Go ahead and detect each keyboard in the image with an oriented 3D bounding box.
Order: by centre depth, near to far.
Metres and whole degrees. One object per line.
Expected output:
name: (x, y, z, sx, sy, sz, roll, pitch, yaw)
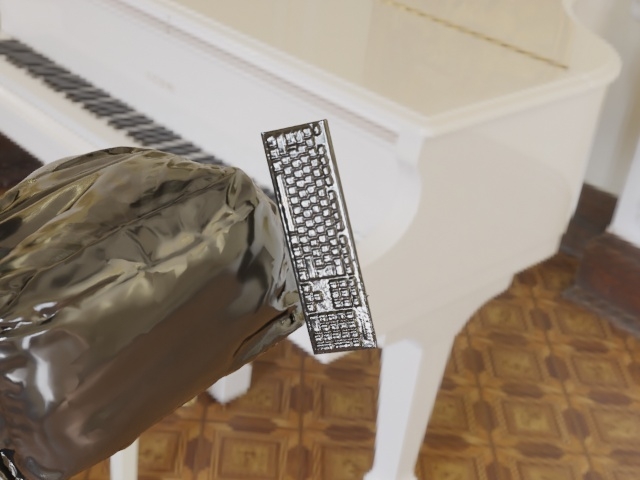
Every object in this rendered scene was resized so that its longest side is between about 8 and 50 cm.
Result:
keyboard: (0.000, 0.000, 0.839, 0.063, 0.198, 0.010, -10, 10, 22)

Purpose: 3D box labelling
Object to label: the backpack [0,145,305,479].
backpack: (-0.232, 0.049, 1.004, 0.363, 0.255, 0.445, -31, 27, -20)
